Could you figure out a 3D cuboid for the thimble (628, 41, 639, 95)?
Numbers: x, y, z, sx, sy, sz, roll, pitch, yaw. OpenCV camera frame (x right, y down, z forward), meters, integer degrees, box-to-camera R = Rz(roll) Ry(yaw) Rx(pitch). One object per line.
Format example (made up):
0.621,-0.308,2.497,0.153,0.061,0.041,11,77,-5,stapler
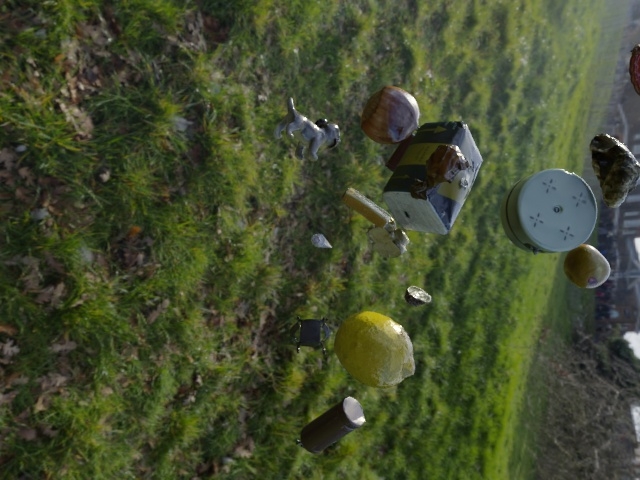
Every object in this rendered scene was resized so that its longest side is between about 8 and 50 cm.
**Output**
0.946,-0.473,1.246,0.125,0.163,0.189,-37,101,-27,thimble

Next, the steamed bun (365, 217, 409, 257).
0.294,-0.016,2.024,0.177,0.192,0.106,50,57,-6,steamed bun

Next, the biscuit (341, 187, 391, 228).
0.164,-0.118,1.642,0.056,0.188,0.052,-46,171,-49,biscuit

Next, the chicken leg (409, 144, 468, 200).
0.367,-0.204,1.501,0.113,0.093,0.304,62,-20,13,chicken leg

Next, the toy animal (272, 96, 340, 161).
-0.043,-0.363,1.584,0.233,0.121,0.168,26,81,-32,toy animal

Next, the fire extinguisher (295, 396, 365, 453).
0.027,0.731,1.775,0.136,0.337,0.114,28,33,-30,fire extinguisher

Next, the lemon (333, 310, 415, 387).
0.173,0.351,1.485,0.233,0.288,0.233,-42,149,-34,lemon

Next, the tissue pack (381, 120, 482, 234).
0.472,-0.266,1.922,0.264,0.254,0.416,51,60,-39,tissue pack

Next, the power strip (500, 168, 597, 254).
0.919,-0.105,1.882,0.161,0.358,0.356,131,-42,-83,power strip

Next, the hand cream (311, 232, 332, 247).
0.000,0.000,1.803,0.053,0.084,0.142,-54,167,7,hand cream

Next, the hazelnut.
0.255,-0.446,1.664,0.176,0.215,0.214,-15,100,-69,hazelnut

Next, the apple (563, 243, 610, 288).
1.120,0.115,1.951,0.182,0.155,0.182,48,13,-15,apple

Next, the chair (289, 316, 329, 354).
-0.042,0.398,1.951,0.213,0.175,0.148,122,-30,-79,chair

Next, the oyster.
1.126,-0.285,1.788,0.094,0.166,0.294,2,60,-48,oyster

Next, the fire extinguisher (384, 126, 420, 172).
0.442,-0.476,2.385,0.268,0.105,0.105,-56,158,10,fire extinguisher

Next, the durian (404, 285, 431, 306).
0.407,0.251,1.993,0.140,0.110,0.070,6,116,-45,durian
